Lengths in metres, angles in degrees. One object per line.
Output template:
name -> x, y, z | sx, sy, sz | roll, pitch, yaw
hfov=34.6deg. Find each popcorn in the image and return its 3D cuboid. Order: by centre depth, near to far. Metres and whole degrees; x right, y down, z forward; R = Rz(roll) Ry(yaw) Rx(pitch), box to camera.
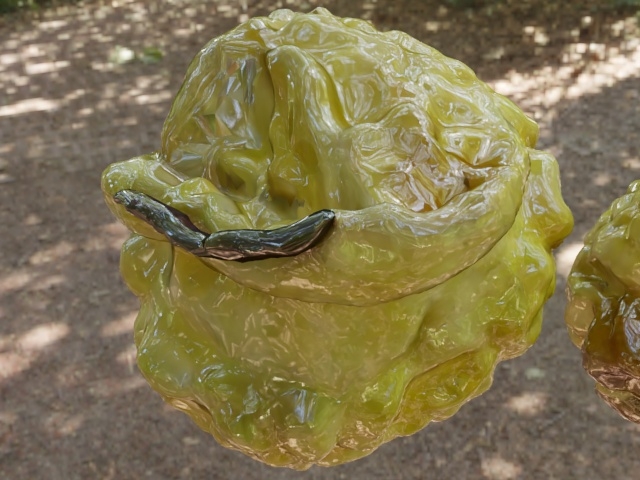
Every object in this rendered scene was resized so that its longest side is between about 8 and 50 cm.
popcorn -> 0.000, 0.000, 0.730 | 0.349, 0.348, 0.382 | 2, -2, 11
popcorn -> 0.355, 0.041, 0.792 | 0.332, 0.225, 0.265 | -25, 58, -20
